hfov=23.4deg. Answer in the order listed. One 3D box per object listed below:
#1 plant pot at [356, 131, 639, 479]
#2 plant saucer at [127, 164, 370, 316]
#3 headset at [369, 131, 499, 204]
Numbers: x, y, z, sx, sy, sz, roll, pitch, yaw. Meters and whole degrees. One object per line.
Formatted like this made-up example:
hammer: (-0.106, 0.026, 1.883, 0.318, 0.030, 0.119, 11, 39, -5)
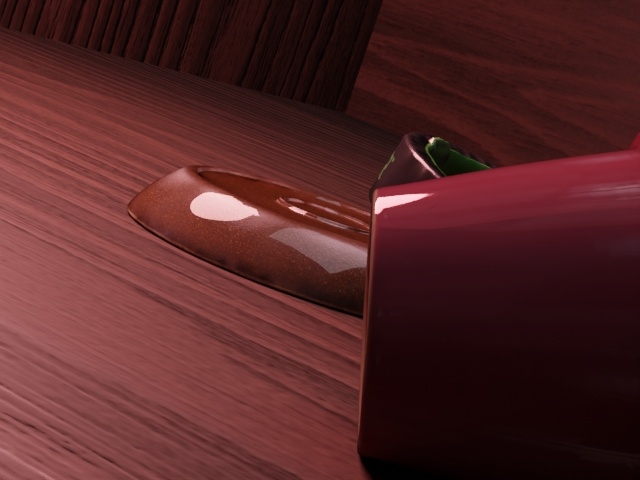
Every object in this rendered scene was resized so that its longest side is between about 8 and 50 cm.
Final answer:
plant pot: (0.110, 0.044, 0.736, 0.180, 0.201, 0.201, 3, 8, 1)
plant saucer: (0.000, 0.000, 1.242, 0.310, 0.050, 0.310, 19, 7, -2)
headset: (0.216, 0.038, 0.971, 0.394, 0.185, 0.243, 39, 14, 17)
